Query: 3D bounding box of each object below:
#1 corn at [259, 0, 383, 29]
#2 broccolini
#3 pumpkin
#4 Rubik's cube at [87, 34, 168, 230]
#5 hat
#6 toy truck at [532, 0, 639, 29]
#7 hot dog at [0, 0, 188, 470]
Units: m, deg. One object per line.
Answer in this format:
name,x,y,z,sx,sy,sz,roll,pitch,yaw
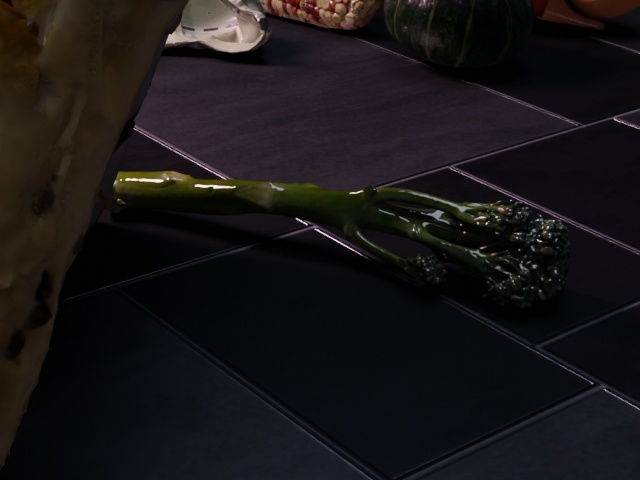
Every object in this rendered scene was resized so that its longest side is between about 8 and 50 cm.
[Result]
corn,-0.030,-0.312,1.606,0.253,0.086,0.086,23,32,32
broccolini,-0.002,-0.003,1.013,0.392,0.079,0.074,5,35,22
pumpkin,0.154,-0.256,1.459,0.167,0.125,0.167,12,10,-2
Rubik's cube,-0.275,-0.152,0.881,0.305,0.301,0.304,22,20,-3
hat,-0.137,-0.246,1.491,0.166,0.081,0.122,-11,64,6
toy truck,0.283,-0.365,1.643,0.239,0.189,0.265,10,23,-10
hot dog,-0.291,-0.001,0.633,0.367,0.366,0.196,17,-8,1
